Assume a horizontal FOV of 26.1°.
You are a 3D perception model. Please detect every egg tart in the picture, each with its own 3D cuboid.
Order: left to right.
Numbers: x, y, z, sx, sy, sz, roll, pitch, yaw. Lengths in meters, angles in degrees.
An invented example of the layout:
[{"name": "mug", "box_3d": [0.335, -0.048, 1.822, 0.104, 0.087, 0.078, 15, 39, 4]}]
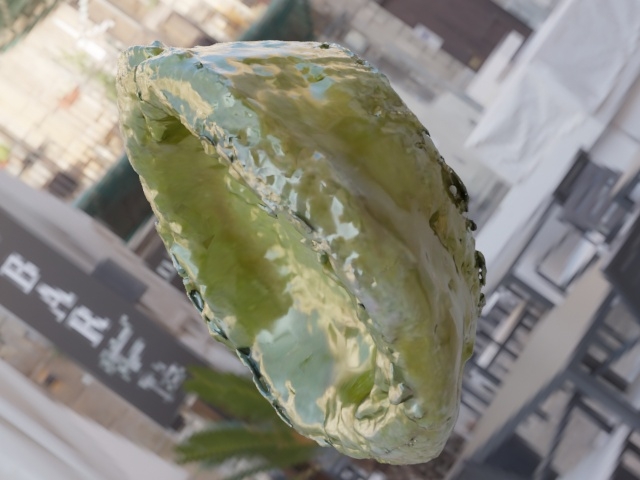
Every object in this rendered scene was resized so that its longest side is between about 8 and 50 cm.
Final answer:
[{"name": "egg tart", "box_3d": [0.000, 0.000, 0.514, 0.078, 0.197, 0.197, -31, -9, -16]}]
